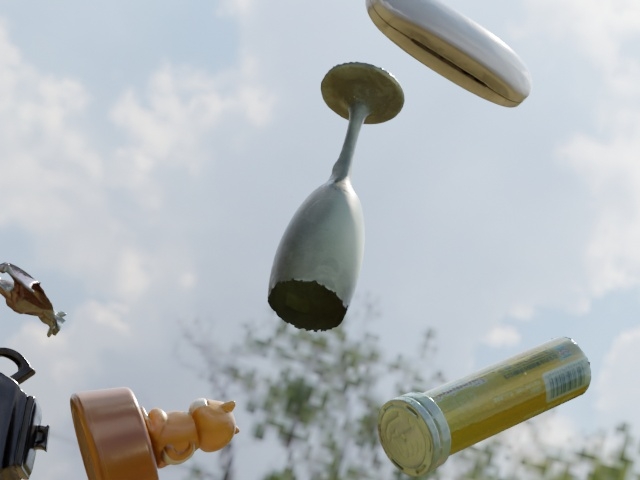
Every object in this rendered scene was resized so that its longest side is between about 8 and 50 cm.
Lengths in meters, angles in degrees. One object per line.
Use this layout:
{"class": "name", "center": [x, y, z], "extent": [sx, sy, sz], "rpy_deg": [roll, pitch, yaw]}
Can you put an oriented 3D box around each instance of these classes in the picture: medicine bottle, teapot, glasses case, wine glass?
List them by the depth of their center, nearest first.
{"class": "medicine bottle", "center": [0.155, 0.149, 1.683], "extent": [0.218, 0.074, 0.074], "rpy_deg": [-18, 5, -38]}
{"class": "teapot", "center": [-0.311, 0.188, 1.770], "extent": [0.096, 0.177, 0.087], "rpy_deg": [5, -24, 3]}
{"class": "glasses case", "center": [0.128, -0.196, 1.812], "extent": [0.193, 0.074, 0.049], "rpy_deg": [28, -55, -18]}
{"class": "wine glass", "center": [0.000, 0.000, 2.022], "extent": [0.096, 0.309, 0.264], "rpy_deg": [16, -37, -2]}

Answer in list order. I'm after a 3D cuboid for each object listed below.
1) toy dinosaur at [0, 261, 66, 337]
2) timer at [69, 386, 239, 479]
{"class": "toy dinosaur", "center": [-0.296, 0.052, 1.774], "extent": [0.108, 0.032, 0.220], "rpy_deg": [36, -14, -14]}
{"class": "timer", "center": [-0.152, 0.191, 1.766], "extent": [0.152, 0.132, 0.132], "rpy_deg": [-15, -15, -13]}
